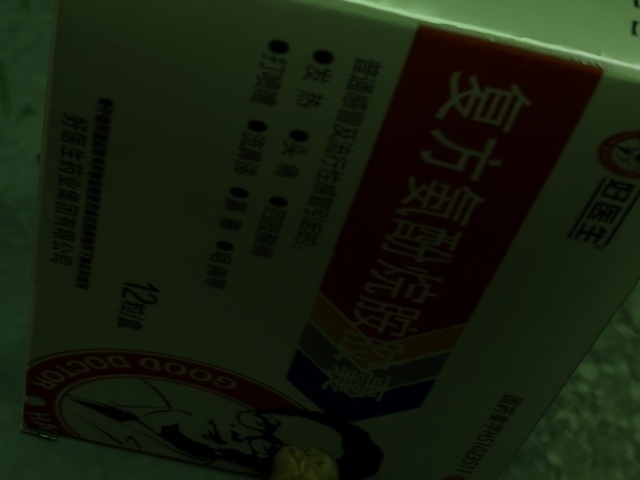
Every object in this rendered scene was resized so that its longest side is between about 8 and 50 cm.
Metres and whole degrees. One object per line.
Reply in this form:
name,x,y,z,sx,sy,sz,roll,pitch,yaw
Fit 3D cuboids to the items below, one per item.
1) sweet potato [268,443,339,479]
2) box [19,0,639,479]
sweet potato,-0.075,0.217,0.668,0.131,0.131,0.336,29,52,5
box,0.000,0.000,0.671,0.214,0.353,0.069,12,61,-4
